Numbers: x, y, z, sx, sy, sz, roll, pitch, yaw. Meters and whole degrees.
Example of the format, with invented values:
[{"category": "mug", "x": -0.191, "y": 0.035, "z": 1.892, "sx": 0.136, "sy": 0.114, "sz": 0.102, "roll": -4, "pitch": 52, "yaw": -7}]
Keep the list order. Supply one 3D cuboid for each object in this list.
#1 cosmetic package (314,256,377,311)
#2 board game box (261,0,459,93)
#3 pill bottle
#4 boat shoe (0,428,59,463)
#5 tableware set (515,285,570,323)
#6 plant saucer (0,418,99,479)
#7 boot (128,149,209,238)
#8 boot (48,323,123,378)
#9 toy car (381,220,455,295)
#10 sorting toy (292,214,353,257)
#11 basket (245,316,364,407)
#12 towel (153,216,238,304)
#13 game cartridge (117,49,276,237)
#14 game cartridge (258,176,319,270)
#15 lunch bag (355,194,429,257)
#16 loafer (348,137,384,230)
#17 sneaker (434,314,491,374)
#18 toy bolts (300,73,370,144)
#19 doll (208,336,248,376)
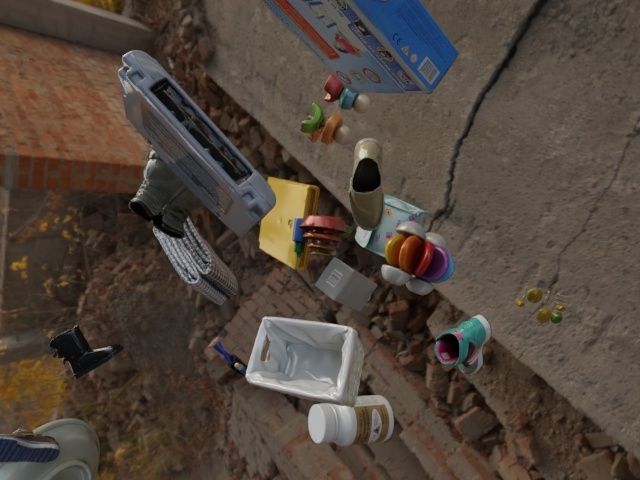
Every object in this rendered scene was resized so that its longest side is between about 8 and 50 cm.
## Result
[{"category": "cosmetic package", "x": 0.098, "y": 0.161, "z": 1.470, "sx": 0.107, "sy": 0.238, "sz": 0.127, "roll": 34, "pitch": 89, "yaw": 31}, {"category": "board game box", "x": 0.048, "y": -0.404, "z": 0.752, "sx": 0.086, "sy": 0.308, "sz": 0.302, "roll": -53, "pitch": 30, "yaw": 2}, {"category": "pill bottle", "x": 0.088, "y": 0.524, "z": 1.200, "sx": 0.131, "sy": 0.229, "sz": 0.131, "roll": -25, "pitch": 61, "yaw": 57}, {"category": "boat shoe", "x": -0.769, "y": 0.524, "z": 1.055, "sx": 0.066, "sy": 0.183, "sz": 0.066, "roll": -54, "pitch": 41, "yaw": -6}, {"category": "tableware set", "x": 0.680, "y": 0.200, "z": 1.268, "sx": 0.024, "sy": 0.154, "sz": 0.104, "roll": -100, "pitch": 23, "yaw": -81}, {"category": "plant saucer", "x": -0.782, "y": 0.731, "z": 1.181, "sx": 0.100, "sy": 0.400, "sz": 0.401, "roll": 11, "pitch": 101, "yaw": 21}, {"category": "boot", "x": -0.296, "y": -0.070, "z": 0.902, "sx": 0.083, "sy": 0.246, "sz": 0.161, "roll": -17, "pitch": 56, "yaw": 31}, {"category": "boot", "x": -0.489, "y": 0.221, "z": 0.860, "sx": 0.121, "sy": 0.045, "sz": 0.099, "roll": -30, "pitch": 97, "yaw": -1}, {"category": "toy car", "x": 0.249, "y": 0.047, "z": 1.004, "sx": 0.136, "sy": 0.181, "sz": 0.159, "roll": 8, "pitch": 76, "yaw": 63}, {"category": "sorting toy", "x": 0.000, "y": 0.000, "z": 0.435, "sx": 0.061, "sy": 0.102, "sz": 0.042, "roll": 6, "pitch": 86, "yaw": 10}, {"category": "basket", "x": -0.018, "y": 0.200, "z": 0.678, "sx": 0.167, "sy": 0.103, "sz": 0.113, "roll": 3, "pitch": 63, "yaw": 23}, {"category": "towel", "x": -0.411, "y": 0.062, "z": 1.408, "sx": 0.121, "sy": 0.235, "sz": 0.284, "roll": -37, "pitch": 65, "yaw": -5}, {"category": "game cartridge", "x": -0.204, "y": -0.138, "z": 0.681, "sx": 0.297, "sy": 0.062, "sz": 0.198, "roll": 48, "pitch": 162, "yaw": -7}, {"category": "game cartridge", "x": -0.124, "y": -0.072, "z": 1.477, "sx": 0.323, "sy": 0.052, "sz": 0.286, "roll": 24, "pitch": 106, "yaw": 57}, {"category": "lunch bag", "x": 0.266, "y": -0.058, "z": 1.649, "sx": 0.262, "sy": 0.160, "sz": 0.224, "roll": 27, "pitch": 115, "yaw": 31}, {"category": "loafer", "x": 0.121, "y": -0.135, "z": 1.112, "sx": 0.101, "sy": 0.092, "sz": 0.269, "roll": 2, "pitch": 122, "yaw": 15}, {"category": "sneaker", "x": 0.494, "y": 0.404, "z": 1.476, "sx": 0.124, "sy": 0.178, "sz": 0.296, "roll": -125, "pitch": 24, "yaw": -48}, {"category": "toy bolts", "x": 0.062, "y": -0.412, "z": 1.390, "sx": 0.158, "sy": 0.218, "sz": 0.229, "roll": 29, "pitch": 87, "yaw": 6}, {"category": "doll", "x": -0.267, "y": 0.382, "z": 1.291, "sx": 0.189, "sy": 0.046, "sz": 0.129, "roll": 45, "pitch": 157, "yaw": -5}]
